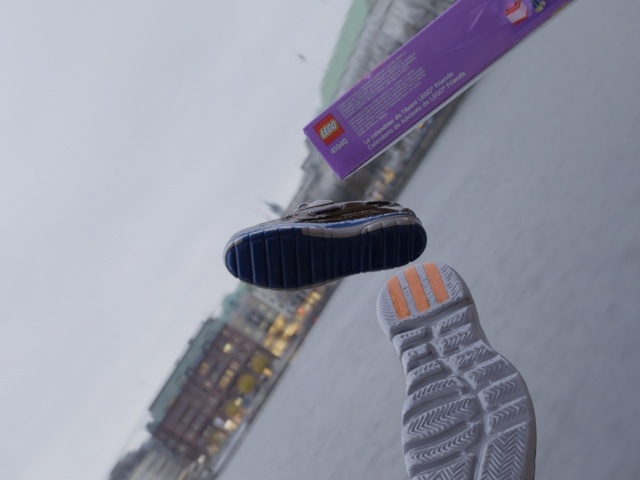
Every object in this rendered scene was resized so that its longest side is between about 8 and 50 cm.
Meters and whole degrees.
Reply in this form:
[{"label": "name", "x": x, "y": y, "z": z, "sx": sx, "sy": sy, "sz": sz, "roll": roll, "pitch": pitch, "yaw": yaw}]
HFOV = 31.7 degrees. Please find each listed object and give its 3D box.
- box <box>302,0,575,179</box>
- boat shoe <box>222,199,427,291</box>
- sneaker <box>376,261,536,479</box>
[{"label": "box", "x": 0.134, "y": -0.172, "z": 0.938, "sx": 0.293, "sy": 0.057, "sz": 0.201, "roll": -37, "pitch": 1, "yaw": 21}, {"label": "boat shoe", "x": 0.000, "y": 0.000, "z": 1.019, "sx": 0.066, "sy": 0.183, "sz": 0.066, "roll": -113, "pitch": 23, "yaw": -57}, {"label": "sneaker", "x": 0.150, "y": 0.177, "z": 1.076, "sx": 0.125, "sy": 0.180, "sz": 0.321, "roll": -20, "pitch": 39, "yaw": 11}]
